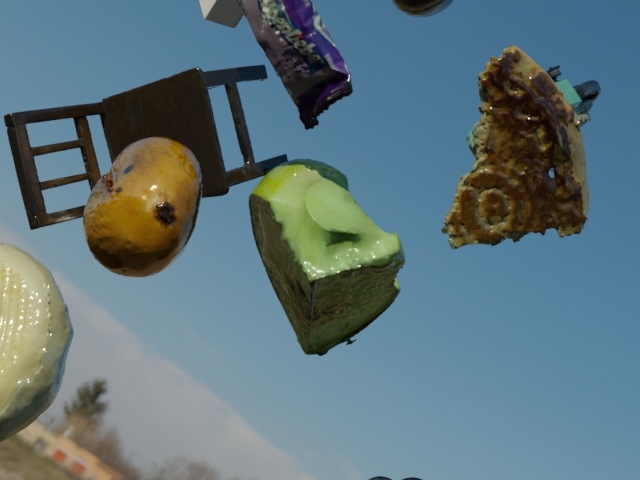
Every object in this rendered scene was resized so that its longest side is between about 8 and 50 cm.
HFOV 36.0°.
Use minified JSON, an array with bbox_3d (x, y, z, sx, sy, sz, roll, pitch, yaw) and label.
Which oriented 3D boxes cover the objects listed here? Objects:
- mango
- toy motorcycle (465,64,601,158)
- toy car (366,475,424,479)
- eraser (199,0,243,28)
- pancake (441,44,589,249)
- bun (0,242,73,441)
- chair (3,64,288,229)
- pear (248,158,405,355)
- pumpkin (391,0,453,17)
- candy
[{"bbox_3d":[-0.226,-0.049,1.235,0.120,0.177,0.295,30,3,-21],"label":"mango"},{"bbox_3d":[0.350,-0.190,1.665,0.109,0.296,0.198,59,-33,15],"label":"toy motorcycle"},{"bbox_3d":[0.054,0.425,1.282,0.270,0.213,0.180,-7,-11,-14],"label":"toy car"},{"bbox_3d":[-0.140,-0.565,1.973,0.076,0.078,0.298,11,-43,-34],"label":"eraser"},{"bbox_3d":[0.247,-0.095,1.319,0.266,0.244,0.057,50,1,-11],"label":"pancake"},{"bbox_3d":[-0.463,0.146,1.366,0.287,0.287,0.146,26,-13,22],"label":"bun"},{"bbox_3d":[-0.259,-0.156,1.574,0.240,0.416,0.203,-9,-82,25],"label":"chair"},{"bbox_3d":[0.000,0.000,1.618,0.282,0.176,0.286,58,-20,29],"label":"pear"},{"bbox_3d":[0.196,-0.554,1.957,0.157,0.224,0.224,-19,-42,17],"label":"pumpkin"},{"bbox_3d":[-0.047,-0.306,1.467,0.145,0.070,0.275,-23,-83,52],"label":"candy"}]
